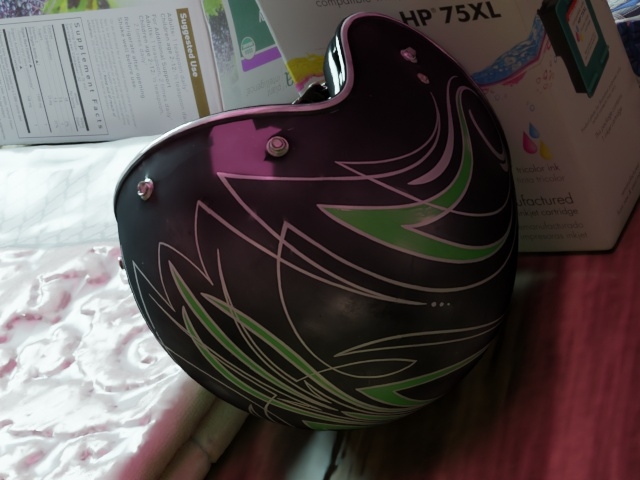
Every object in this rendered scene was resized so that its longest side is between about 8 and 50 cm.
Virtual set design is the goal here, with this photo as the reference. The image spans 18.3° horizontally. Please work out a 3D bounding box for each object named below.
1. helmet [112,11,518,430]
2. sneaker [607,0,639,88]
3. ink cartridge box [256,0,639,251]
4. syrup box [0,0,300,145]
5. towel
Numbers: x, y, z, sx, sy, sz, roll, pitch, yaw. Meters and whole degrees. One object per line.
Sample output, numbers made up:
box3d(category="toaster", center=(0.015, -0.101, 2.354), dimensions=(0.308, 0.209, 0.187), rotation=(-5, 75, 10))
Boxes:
box3d(category="helmet", center=(0.000, 0.000, 0.837), dimensions=(0.169, 0.169, 0.161), rotation=(-7, 33, 29))
box3d(category="sneaker", center=(0.154, -0.097, 0.997), dimensions=(0.135, 0.052, 0.058), rotation=(-29, 20, -18))
box3d(category="ink cartridge box", center=(0.051, -0.105, 0.897), dimensions=(0.134, 0.231, 0.078), rotation=(-2, 38, 35))
box3d(category="syrup box", center=(-0.123, -0.112, 1.149), dimensions=(0.237, 0.096, 0.093), rotation=(-1, 18, 38))
box3d(category="towel", center=(-0.160, 0.052, 0.997), dimensions=(0.332, 0.053, 0.317), rotation=(-1, 39, 38))
